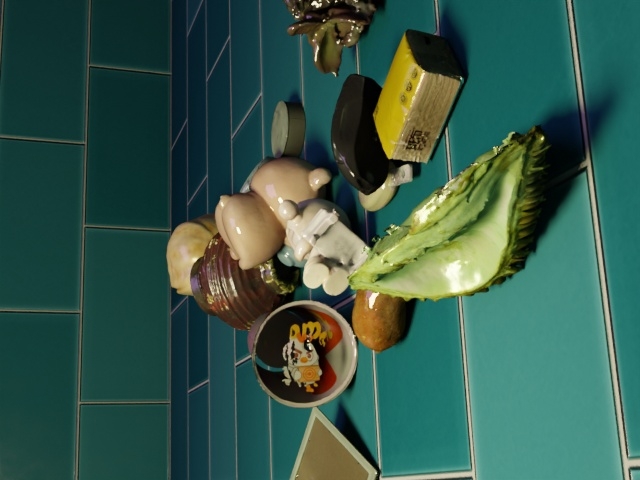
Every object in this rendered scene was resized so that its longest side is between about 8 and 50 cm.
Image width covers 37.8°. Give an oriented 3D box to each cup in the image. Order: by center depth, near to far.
[{"bbox_3d":[-0.057,0.206,1.819,0.288,0.203,0.203,173,99,-77],"label":"cup"}]

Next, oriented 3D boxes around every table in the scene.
[{"bbox_3d":[-0.074,-0.249,2.126,0.133,0.043,0.133,-177,90,-71],"label":"table"}]

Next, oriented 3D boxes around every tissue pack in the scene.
[{"bbox_3d":[0.144,-0.218,1.422,0.120,0.082,0.169,-104,25,-44],"label":"tissue pack"}]

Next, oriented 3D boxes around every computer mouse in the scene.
[{"bbox_3d":[0.066,-0.170,1.529,0.073,0.122,0.217,-10,54,35],"label":"computer mouse"}]

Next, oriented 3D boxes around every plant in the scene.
[{"bbox_3d":[0.012,-0.458,1.700,0.204,0.178,0.234,134,142,-61],"label":"plant"}]

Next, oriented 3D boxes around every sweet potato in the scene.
[{"bbox_3d":[0.114,0.056,1.458,0.097,0.097,0.292,-111,31,-49],"label":"sweet potato"}]

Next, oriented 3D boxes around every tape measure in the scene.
[{"bbox_3d":[-0.113,-0.136,2.162,0.164,0.084,0.330,-51,1,23],"label":"tape measure"}]

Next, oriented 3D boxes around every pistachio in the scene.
[{"bbox_3d":[-0.299,0.040,2.470,0.238,0.229,0.321,-39,16,6],"label":"pistachio"}]

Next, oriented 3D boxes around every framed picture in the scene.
[{"bbox_3d":[0.007,0.471,1.694,0.216,0.016,0.273,39,117,49],"label":"framed picture"}]

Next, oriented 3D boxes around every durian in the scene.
[{"bbox_3d":[0.164,-0.041,1.162,0.394,0.198,0.163,132,139,-58],"label":"durian"}]

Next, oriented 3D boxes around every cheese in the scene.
[{"bbox_3d":[0.112,-0.102,1.566,0.192,0.037,0.097,172,99,-72],"label":"cheese"}]

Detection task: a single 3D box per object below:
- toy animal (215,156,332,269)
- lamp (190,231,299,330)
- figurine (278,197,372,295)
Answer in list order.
[{"bbox_3d":[-0.104,-0.059,1.907,0.210,0.221,0.229,-152,65,-66],"label":"toy animal"},{"bbox_3d":[-0.160,0.080,2.071,0.247,0.247,0.247,-177,90,-71],"label":"lamp"},{"bbox_3d":[0.002,-0.010,1.704,0.144,0.182,0.256,-66,21,11],"label":"figurine"}]
